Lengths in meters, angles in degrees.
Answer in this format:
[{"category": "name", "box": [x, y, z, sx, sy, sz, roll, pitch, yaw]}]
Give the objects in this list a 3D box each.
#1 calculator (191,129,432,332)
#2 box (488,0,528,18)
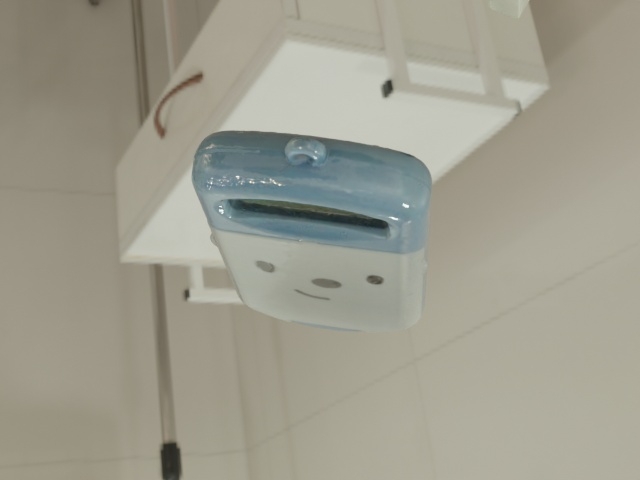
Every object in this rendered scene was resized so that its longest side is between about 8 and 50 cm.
[{"category": "calculator", "box": [0.000, 0.000, 0.516, 0.121, 0.039, 0.210, 6, 156, 7]}, {"category": "box", "box": [0.170, -0.265, 0.606, 0.032, 0.220, 0.122, 27, 172, 18]}]
